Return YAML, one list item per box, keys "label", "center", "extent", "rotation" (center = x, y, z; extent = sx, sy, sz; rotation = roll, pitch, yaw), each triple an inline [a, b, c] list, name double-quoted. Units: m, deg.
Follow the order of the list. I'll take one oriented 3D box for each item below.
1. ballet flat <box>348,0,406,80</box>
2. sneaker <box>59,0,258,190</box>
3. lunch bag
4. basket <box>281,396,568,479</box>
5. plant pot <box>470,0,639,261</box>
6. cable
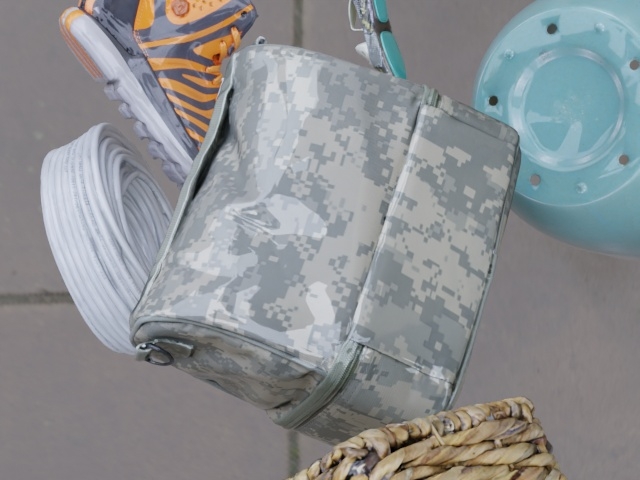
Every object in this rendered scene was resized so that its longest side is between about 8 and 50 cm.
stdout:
- label: "ballet flat"
  center: [0.049, -0.192, 1.247]
  extent: [0.041, 0.041, 0.114]
  rotation: [-14, 86, 5]
- label: "sneaker"
  center: [-0.116, -0.162, 1.444]
  extent: [0.180, 0.125, 0.321]
  rotation: [-40, 112, -12]
- label: "lunch bag"
  center: [0.000, 0.000, 1.134]
  extent: [0.256, 0.212, 0.305]
  rotation: [24, 67, -10]
- label: "basket"
  center: [0.032, 0.268, 0.855]
  extent: [0.299, 0.214, 0.223]
  rotation: [-43, 64, 40]
- label: "plant pot"
  center: [0.280, -0.122, 1.307]
  extent: [0.293, 0.235, 0.292]
  rotation: [0, 91, 31]
- label: "cable"
  center: [-0.223, 0.000, 1.511]
  extent: [0.089, 0.257, 0.257]
  rotation: [-20, 75, 10]
